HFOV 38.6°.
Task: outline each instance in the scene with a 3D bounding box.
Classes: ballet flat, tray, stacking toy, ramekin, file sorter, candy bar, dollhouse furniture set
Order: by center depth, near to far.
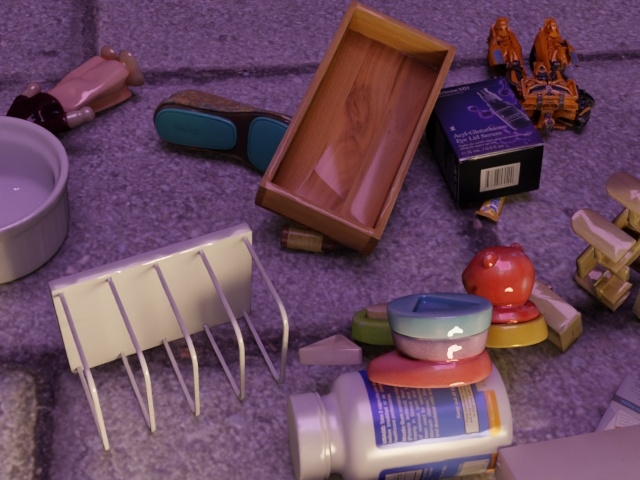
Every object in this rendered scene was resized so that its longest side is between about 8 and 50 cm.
[{"bbox_3d":[0.138,0.086,1.238,0.279,0.130,0.309,2,11,32],"label":"stacking toy"},{"bbox_3d":[-0.196,0.135,1.243,0.277,0.193,0.173,-18,53,-19],"label":"file sorter"},{"bbox_3d":[0.385,0.019,1.382,0.242,0.212,0.161,-45,62,-5],"label":"dollhouse furniture set"},{"bbox_3d":[-0.529,-0.059,1.437,0.277,0.135,0.277,2,47,-3],"label":"ramekin"},{"bbox_3d":[0.066,-0.195,1.518,0.203,0.076,0.411,24,62,-1],"label":"tray"},{"bbox_3d":[0.313,-0.090,1.604,0.040,0.018,0.161,20,50,14],"label":"candy bar"},{"bbox_3d":[-0.120,-0.193,1.613,0.348,0.123,0.123,16,48,11],"label":"ballet flat"}]

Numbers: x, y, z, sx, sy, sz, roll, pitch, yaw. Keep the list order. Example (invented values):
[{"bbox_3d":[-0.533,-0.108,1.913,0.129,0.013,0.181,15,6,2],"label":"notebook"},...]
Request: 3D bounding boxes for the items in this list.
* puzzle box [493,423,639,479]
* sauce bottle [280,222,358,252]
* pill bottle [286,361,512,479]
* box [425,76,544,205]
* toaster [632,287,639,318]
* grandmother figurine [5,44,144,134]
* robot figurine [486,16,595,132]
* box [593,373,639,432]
[{"bbox_3d":[0.400,0.376,1.022,0.272,0.052,0.409,-5,35,-14],"label":"puzzle box"},{"bbox_3d":[0.000,0.000,1.482,0.128,0.042,0.042,10,47,5],"label":"sauce bottle"},{"bbox_3d":[0.097,0.240,1.190,0.272,0.152,0.152,-5,48,-9],"label":"pill bottle"},{"bbox_3d":[0.282,-0.177,1.604,0.153,0.108,0.207,-12,45,-5],"label":"box"},{"bbox_3d":[0.592,0.103,1.380,0.185,0.110,0.168,-24,53,-23],"label":"toaster"},{"bbox_3d":[-0.477,-0.232,1.635,0.208,0.104,0.342,13,44,47],"label":"grandmother figurine"},{"bbox_3d":[0.418,-0.322,1.781,0.211,0.085,0.291,0,47,-3],"label":"robot figurine"},{"bbox_3d":[0.446,0.287,1.248,0.145,0.038,0.186,29,53,21],"label":"box"}]
